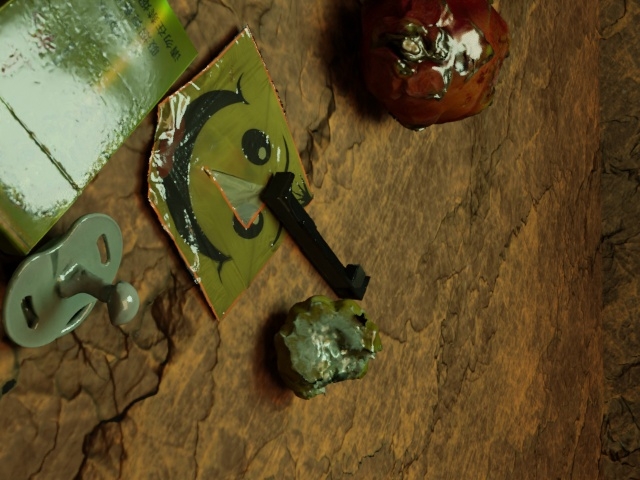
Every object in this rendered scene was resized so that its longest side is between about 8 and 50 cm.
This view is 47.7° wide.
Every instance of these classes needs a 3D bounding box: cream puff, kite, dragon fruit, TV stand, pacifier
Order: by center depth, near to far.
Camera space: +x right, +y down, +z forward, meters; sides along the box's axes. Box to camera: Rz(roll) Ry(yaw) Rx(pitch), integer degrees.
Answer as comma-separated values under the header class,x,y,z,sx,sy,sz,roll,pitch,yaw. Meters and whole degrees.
class,x,y,z,sx,sy,sz,roll,pitch,yaw
pacifier,-0.222,0.051,0.684,0.150,0.116,0.127,-47,153,-48
kite,-0.098,-0.083,0.933,0.327,0.013,0.378,14,80,-55
cream puff,0.004,0.148,1.012,0.156,0.156,0.121,-4,52,-55
TV stand,0.000,0.000,1.048,0.256,0.040,0.049,53,50,-43
dragon fruit,0.179,-0.298,1.141,0.315,0.250,0.251,-29,116,-34

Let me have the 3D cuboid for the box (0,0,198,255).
class,x,y,z,sx,sy,sz,roll,pitch,yaw
box,-0.248,-0.157,0.693,0.311,0.043,0.173,-60,137,-33
